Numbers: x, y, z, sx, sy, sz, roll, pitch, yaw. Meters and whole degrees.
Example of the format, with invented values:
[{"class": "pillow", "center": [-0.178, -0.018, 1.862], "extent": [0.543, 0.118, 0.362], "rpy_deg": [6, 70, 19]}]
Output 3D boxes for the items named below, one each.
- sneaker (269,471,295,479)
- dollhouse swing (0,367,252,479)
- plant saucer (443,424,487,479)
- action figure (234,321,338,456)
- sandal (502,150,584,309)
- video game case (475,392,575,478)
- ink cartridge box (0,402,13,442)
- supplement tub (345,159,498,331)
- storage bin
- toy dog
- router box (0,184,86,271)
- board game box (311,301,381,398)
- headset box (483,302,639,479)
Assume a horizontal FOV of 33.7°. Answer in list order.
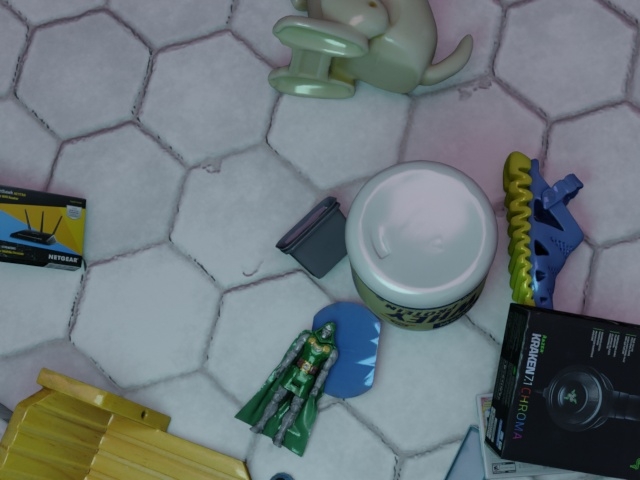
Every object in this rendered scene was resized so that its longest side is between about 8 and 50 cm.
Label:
[{"class": "sneaker", "center": [-0.093, 0.468, 1.784], "extent": [0.063, 0.073, 0.162], "rpy_deg": [17, 78, 8]}, {"class": "dollhouse swing", "center": [-0.329, 0.441, 1.712], "extent": [0.305, 0.315, 0.346], "rpy_deg": [15, 76, 28]}, {"class": "plant saucer", "center": [0.243, 0.414, 1.800], "extent": [0.067, 0.018, 0.192], "rpy_deg": [26, 78, 10]}, {"class": "action figure", "center": [-0.037, 0.241, 1.828], "extent": [0.137, 0.063, 0.232], "rpy_deg": [29, 89, 3]}, {"class": "sandal", "center": [0.395, -0.005, 1.845], "extent": [0.138, 0.126, 0.317], "rpy_deg": [1, 77, 1]}, {"class": "video game case", "center": [0.349, 0.329, 1.802], "extent": [0.157, 0.019, 0.143], "rpy_deg": [-3, 75, -5]}, {"class": "ink cartridge box", "center": [-0.573, 0.329, 1.815], "extent": [0.212, 0.154, 0.093], "rpy_deg": [34, 82, 11]}, {"class": "supplement tub", "center": [0.164, 0.022, 1.747], "extent": [0.236, 0.325, 0.235], "rpy_deg": [-1, 75, 4]}, {"class": "storage bin", "center": [0.000, 0.000, 1.894], "extent": [0.135, 0.098, 0.091], "rpy_deg": [-43, 104, -7]}, {"class": "toy dog", "center": [0.091, -0.491, 1.911], "extent": [0.396, 0.284, 0.407], "rpy_deg": [6, 74, 6]}, {"class": "router box", "center": [-0.519, -0.022, 1.910], "extent": [0.179, 0.046, 0.133], "rpy_deg": [9, 73, -30]}, {"class": "board game box", "center": [0.046, 0.192, 1.859], "extent": [0.133, 0.033, 0.168], "rpy_deg": [7, 87, 29]}, {"class": "headset box", "center": [0.436, 0.248, 1.721], "extent": [0.283, 0.131, 0.246], "rpy_deg": [11, 92, -4]}]
